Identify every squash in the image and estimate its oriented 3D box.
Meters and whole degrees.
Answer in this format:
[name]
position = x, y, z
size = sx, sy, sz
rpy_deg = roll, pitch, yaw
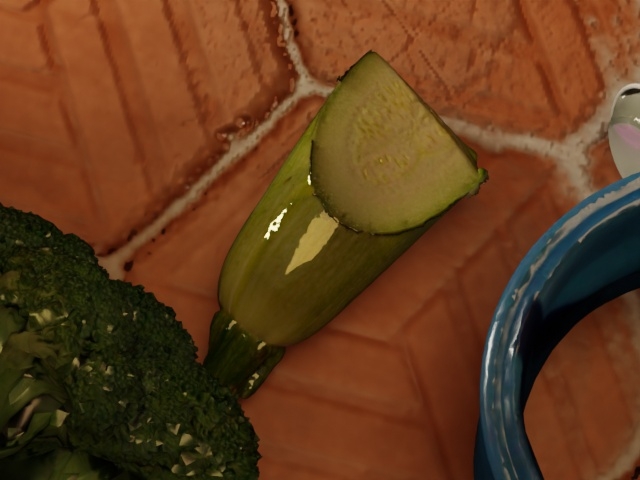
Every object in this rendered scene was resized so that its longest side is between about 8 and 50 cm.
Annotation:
[squash]
position = 0.002, -0.001, 0.913
size = 0.090, 0.075, 0.200
rpy_deg = 44, 71, -21

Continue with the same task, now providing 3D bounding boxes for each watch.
[watch]
position = 0.227, 0.076, 0.857
size = 0.274, 0.241, 0.305
rpy_deg = 40, 74, 18

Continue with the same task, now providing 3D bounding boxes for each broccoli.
[broccoli]
position = -0.165, 0.115, 0.765
size = 0.270, 0.270, 0.270
rpy_deg = 48, 28, 8

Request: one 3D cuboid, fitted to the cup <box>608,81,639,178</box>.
[cup]
position = 0.219, -0.047, 0.973
size = 0.116, 0.074, 0.104
rpy_deg = -20, 100, -19
